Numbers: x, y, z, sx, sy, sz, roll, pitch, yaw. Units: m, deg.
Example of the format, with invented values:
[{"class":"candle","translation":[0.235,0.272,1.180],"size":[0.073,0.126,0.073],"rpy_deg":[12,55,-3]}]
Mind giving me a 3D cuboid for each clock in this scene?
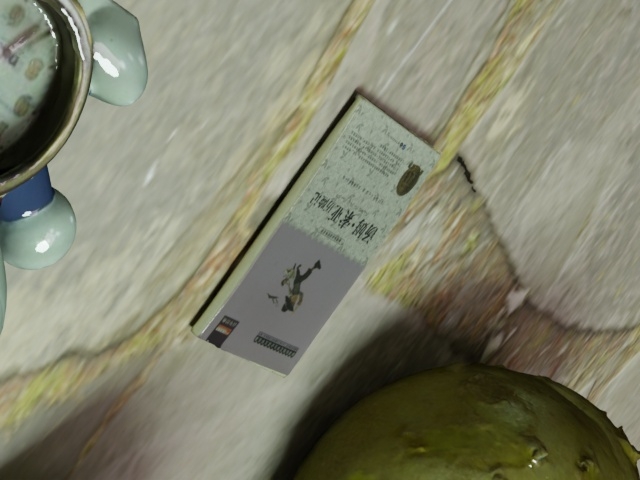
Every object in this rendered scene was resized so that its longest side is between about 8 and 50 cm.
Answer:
[{"class":"clock","translation":[-0.181,-0.019,0.831],"size":[0.243,0.146,0.199],"rpy_deg":[-59,146,2]}]

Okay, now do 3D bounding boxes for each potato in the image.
[{"class":"potato","translation":[0.108,0.202,1.425],"size":[0.359,0.219,0.270],"rpy_deg":[-25,151,-52]}]

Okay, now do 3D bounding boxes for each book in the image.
[{"class":"book","translation":[0.000,0.000,1.245],"size":[0.182,0.014,0.127],"rpy_deg":[-55,151,3]}]
